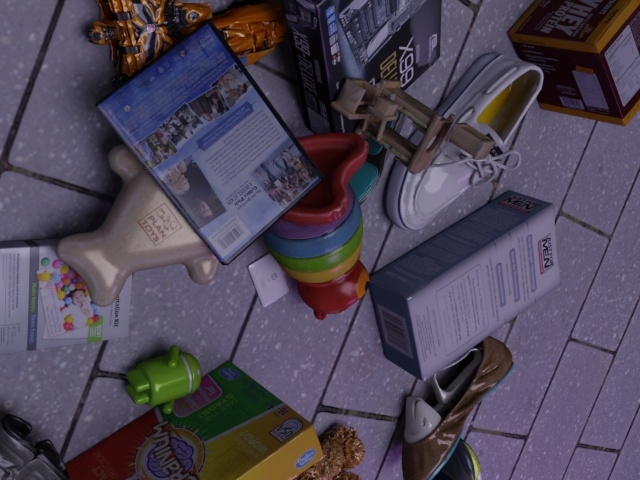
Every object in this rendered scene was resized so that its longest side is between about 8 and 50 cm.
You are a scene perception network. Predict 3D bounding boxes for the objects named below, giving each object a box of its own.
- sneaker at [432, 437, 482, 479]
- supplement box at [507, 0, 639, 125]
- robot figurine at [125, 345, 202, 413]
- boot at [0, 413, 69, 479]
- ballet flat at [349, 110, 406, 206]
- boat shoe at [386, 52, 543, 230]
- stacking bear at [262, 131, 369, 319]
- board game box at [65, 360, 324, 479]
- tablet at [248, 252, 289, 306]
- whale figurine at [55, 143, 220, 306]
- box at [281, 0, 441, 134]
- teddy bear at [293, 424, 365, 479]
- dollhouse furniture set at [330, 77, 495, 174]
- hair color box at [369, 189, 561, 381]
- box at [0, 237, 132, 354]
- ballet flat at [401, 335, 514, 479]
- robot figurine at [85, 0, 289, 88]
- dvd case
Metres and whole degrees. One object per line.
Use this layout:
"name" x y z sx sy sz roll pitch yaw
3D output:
"sneaker" 0.240 0.542 1.658 0.121 0.111 0.300 5 101 -34
"supplement box" 0.477 -0.333 1.456 0.129 0.191 0.194 -49 129 -13
"robot figurine" -0.226 0.203 1.194 0.115 0.067 0.101 -12 123 -35
"boot" -0.403 0.355 1.082 0.161 0.083 0.246 -31 122 -8
"ballet flat" 0.080 -0.130 1.312 0.213 0.072 0.068 -63 161 2
"boat shoe" 0.266 -0.159 1.381 0.367 0.156 0.136 -52 129 -11
"stacking bear" 0.000 0.000 1.233 0.289 0.164 0.175 75 28 -44
"board game box" -0.192 0.320 1.151 0.316 0.242 0.064 -31 121 -26
"tablet" -0.082 0.061 1.294 0.054 0.006 0.083 -33 124 -24
"whale figurine" -0.213 -0.032 1.073 0.272 0.141 0.216 -39 107 -14
"box" 0.068 -0.306 1.146 0.242 0.076 0.307 -44 155 -17
"teddy bear" -0.048 0.433 1.391 0.338 0.113 0.245 14 95 -40
"dollhouse furniture set" 0.120 -0.140 1.147 0.161 0.182 0.101 -14 137 -55
"hair color box" 0.277 0.076 1.506 0.374 0.113 0.185 -29 122 -25
"box" -0.344 0.069 1.074 0.186 0.038 0.145 -4 109 -38
"ballet flat" 0.244 0.314 1.582 0.342 0.116 0.124 -47 108 -14
"robot figurine" -0.160 -0.301 1.047 0.291 0.085 0.211 -26 121 -28
"dvd case" -0.130 -0.121 1.014 0.180 0.022 0.253 -43 108 -19
